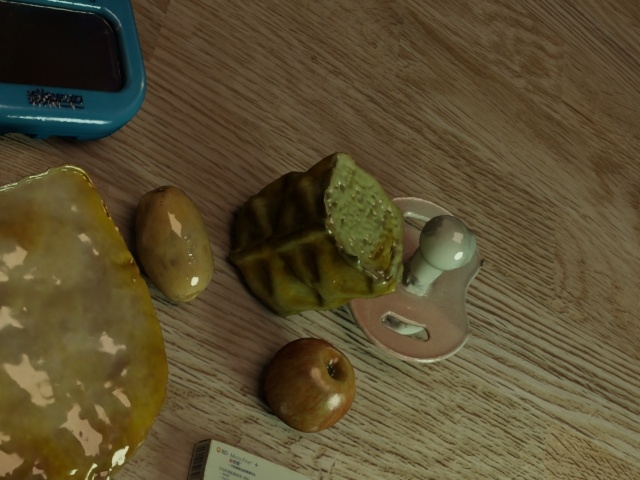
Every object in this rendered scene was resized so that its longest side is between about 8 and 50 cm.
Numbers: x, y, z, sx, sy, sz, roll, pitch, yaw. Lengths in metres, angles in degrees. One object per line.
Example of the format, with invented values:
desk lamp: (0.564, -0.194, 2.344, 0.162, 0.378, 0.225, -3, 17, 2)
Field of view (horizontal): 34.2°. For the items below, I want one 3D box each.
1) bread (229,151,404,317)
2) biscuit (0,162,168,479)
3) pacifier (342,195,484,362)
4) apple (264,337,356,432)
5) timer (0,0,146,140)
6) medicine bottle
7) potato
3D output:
bread: (-0.004, -0.005, 1.649, 0.196, 0.252, 0.239, 22, 55, -34)
biscuit: (-0.394, 0.123, 1.311, 0.429, 0.104, 0.446, -29, 88, -44)
pacifier: (0.173, 0.052, 1.808, 0.220, 0.273, 0.332, 46, 46, -38)
apple: (-0.015, 0.223, 1.620, 0.146, 0.131, 0.146, 20, 54, -30)
timer: (-0.426, -0.295, 1.506, 0.340, 0.115, 0.309, -2, 71, -41)
medicine bottle: (-0.104, 0.397, 1.517, 0.201, 0.052, 0.171, 27, 55, -29)
potato: (-0.219, 0.008, 1.556, 0.109, 0.118, 0.178, -20, 100, -10)
